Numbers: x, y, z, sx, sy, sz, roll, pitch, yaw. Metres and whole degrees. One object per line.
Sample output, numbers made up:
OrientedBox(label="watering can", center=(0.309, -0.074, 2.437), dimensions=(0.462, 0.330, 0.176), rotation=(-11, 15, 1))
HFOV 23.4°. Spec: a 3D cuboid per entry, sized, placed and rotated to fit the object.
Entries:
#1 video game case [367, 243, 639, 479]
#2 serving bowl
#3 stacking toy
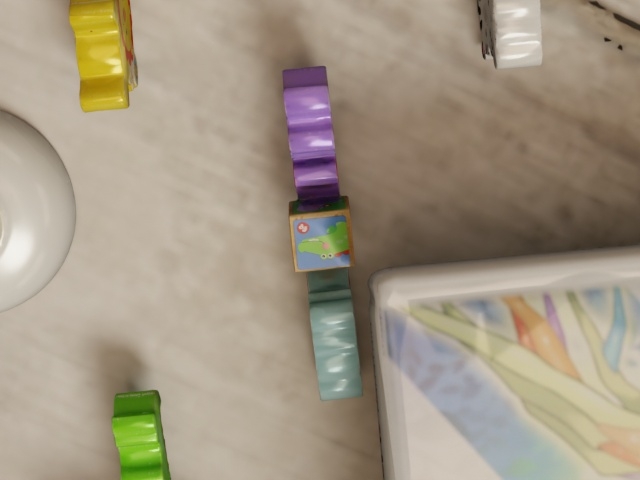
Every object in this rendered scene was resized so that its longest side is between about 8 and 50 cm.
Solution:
OrientedBox(label="video game case", center=(0.192, 0.144, 0.542), dimensions=(0.329, 0.036, 0.300), rotation=(-5, 92, -1))
OrientedBox(label="serving bowl", center=(-0.136, -0.008, 0.586), dimensions=(0.083, 0.027, 0.083), rotation=(-1, 104, -2))
OrientedBox(label="stacking toy", center=(0.000, 0.000, 0.586), dimensions=(0.167, 0.052, 0.221), rotation=(-4, 105, 0))
